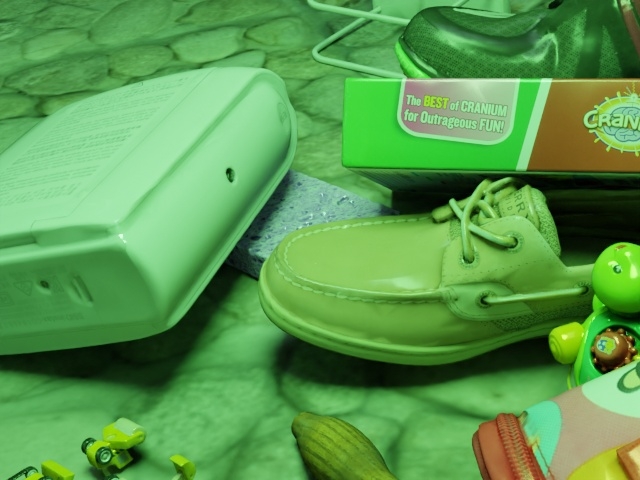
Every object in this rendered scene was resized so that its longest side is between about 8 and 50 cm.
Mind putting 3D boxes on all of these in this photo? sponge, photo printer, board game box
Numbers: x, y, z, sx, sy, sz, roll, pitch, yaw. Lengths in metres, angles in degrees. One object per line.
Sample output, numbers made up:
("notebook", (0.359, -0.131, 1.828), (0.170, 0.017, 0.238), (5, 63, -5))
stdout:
("sponge", (0.000, 0.000, 0.848), (0.210, 0.031, 0.117), (24, 44, 38))
("photo printer", (-0.168, -0.038, 0.830), (0.256, 0.107, 0.307), (-9, 29, 26))
("board game box", (0.193, -0.073, 0.790), (0.316, 0.064, 0.242), (2, -1, 12))

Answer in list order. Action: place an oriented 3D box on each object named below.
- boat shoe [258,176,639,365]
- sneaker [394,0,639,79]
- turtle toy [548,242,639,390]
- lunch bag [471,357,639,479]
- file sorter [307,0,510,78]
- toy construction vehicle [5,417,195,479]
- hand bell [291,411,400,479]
("boat shoe", (0.127, 0.005, 0.710), (0.341, 0.110, 0.121), (-2, 41, -5))
("sneaker", (0.311, -0.213, 0.972), (0.483, 0.202, 0.185), (-2, 32, 6))
("turtle toy", (0.195, 0.065, 0.632), (0.095, 0.130, 0.066), (-16, 2, -9))
("lunch bag", (0.149, 0.175, 0.295), (0.120, 0.258, 0.293), (-25, 45, 5))
("file sorter", (0.086, -0.344, 1.150), (0.193, 0.277, 0.173), (19, 42, 34))
("toy construction vehicle", (-0.138, 0.153, 0.634), (0.086, 0.035, 0.098), (11, 32, 44))
("hand bell", (0.047, 0.148, 0.567), (0.126, 0.126, 0.242), (-20, 22, -21))
